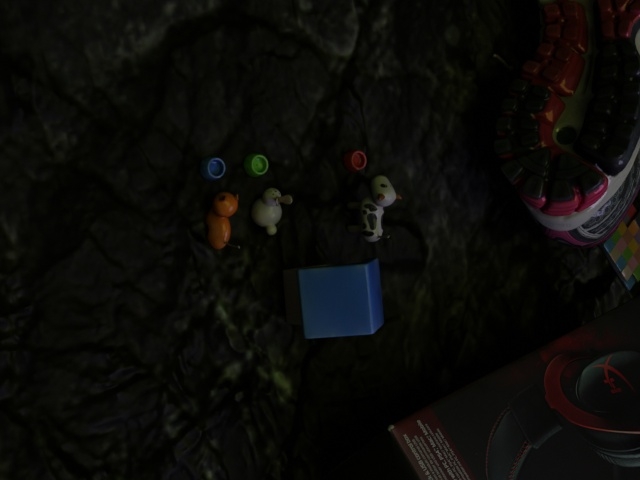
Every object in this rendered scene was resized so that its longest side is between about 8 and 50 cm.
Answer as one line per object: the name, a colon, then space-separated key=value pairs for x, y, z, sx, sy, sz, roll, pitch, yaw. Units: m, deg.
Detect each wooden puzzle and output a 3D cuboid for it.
wooden puzzle: x=0.242 y=0.004 z=0.912 sx=0.049 sy=0.006 sz=0.083 roll=-49 pitch=116 yaw=-25

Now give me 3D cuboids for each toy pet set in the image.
toy pet set: x=0.000 y=0.000 z=0.707 sx=0.122 sy=0.065 sz=0.114 roll=-8 pitch=94 yaw=-34

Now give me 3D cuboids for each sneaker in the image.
sneaker: x=0.202 y=-0.139 z=0.834 sx=0.299 sy=0.121 sz=0.112 roll=-66 pitch=151 yaw=-17

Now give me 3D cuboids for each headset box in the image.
headset box: x=0.160 y=0.183 z=0.742 sx=0.293 sy=0.110 sz=0.218 roll=-21 pitch=73 yaw=-33
